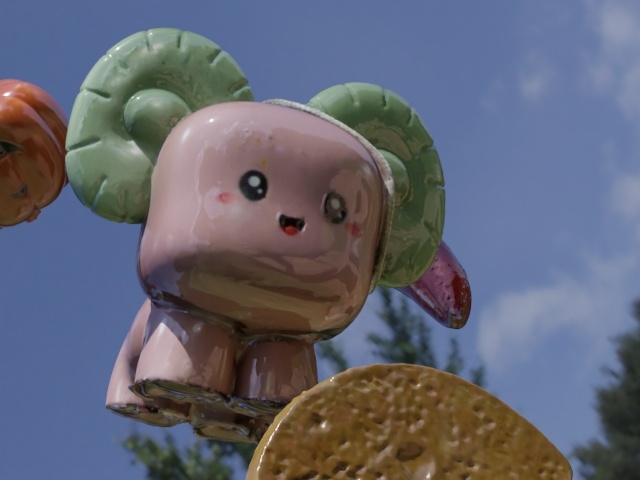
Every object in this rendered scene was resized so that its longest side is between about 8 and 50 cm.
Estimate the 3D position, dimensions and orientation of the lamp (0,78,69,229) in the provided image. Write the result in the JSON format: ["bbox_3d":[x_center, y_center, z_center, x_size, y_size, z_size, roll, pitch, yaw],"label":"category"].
[{"bbox_3d":[-0.371,-0.091,1.832,0.188,0.188,0.164,-36,-64,-20],"label":"lamp"}]

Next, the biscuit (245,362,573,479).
[{"bbox_3d":[0.054,0.141,0.986,0.221,0.142,0.029,-2,-34,-25],"label":"biscuit"}]

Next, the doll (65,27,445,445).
[{"bbox_3d":[-0.055,-0.004,1.136,0.216,0.284,0.268,145,139,-65],"label":"doll"}]

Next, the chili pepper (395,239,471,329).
[{"bbox_3d":[0.008,-0.003,1.472,0.137,0.368,0.091,-38,-56,-40],"label":"chili pepper"}]
